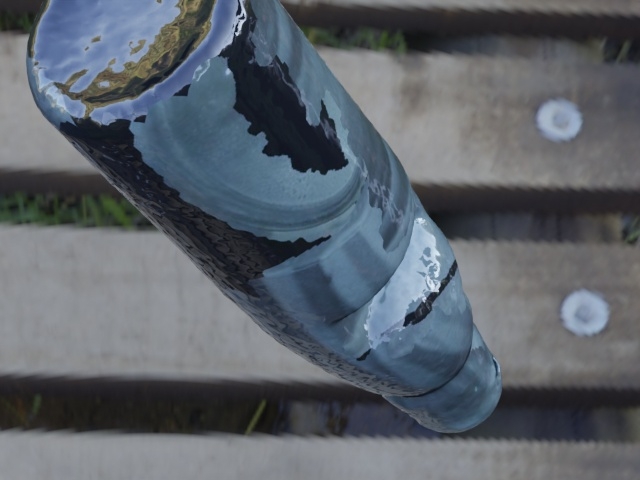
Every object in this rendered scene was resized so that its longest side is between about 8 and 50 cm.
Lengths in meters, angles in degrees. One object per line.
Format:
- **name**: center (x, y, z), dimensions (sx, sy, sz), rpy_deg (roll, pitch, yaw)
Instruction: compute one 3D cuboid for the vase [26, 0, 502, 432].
- **vase**: center (0.000, 0.000, 0.486), dimensions (0.060, 0.211, 0.060), rpy_deg (-14, 55, 20)
